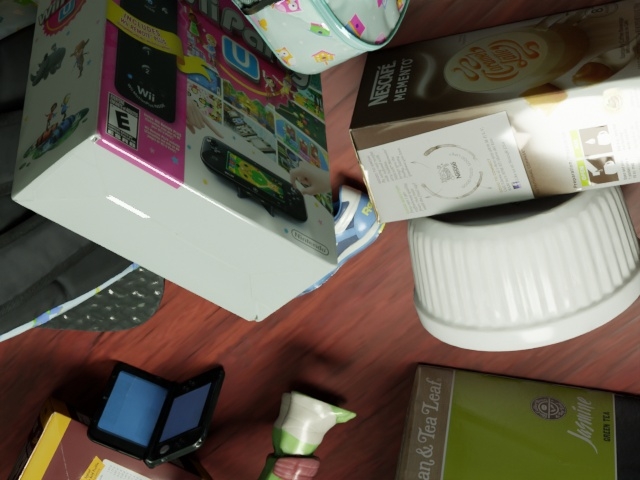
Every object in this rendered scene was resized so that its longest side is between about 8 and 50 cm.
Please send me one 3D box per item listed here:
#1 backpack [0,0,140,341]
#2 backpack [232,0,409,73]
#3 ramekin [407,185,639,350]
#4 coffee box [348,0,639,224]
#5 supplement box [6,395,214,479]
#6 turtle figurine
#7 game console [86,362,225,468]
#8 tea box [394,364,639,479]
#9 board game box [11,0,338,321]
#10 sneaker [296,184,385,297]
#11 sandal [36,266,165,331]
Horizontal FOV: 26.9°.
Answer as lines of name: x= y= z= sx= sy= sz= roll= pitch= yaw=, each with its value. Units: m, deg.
backpack: x=-0.289 y=-0.048 z=1.108 sx=0.273 sy=0.355 sz=0.290 roll=1 pitch=118 yaw=20
backpack: x=-0.003 y=-0.232 z=1.050 sx=0.144 sy=0.166 sz=0.188 roll=-13 pitch=126 yaw=31
ramekin: x=0.172 y=-0.003 z=1.168 sx=0.207 sy=0.207 sz=0.109 roll=-9 pitch=114 yaw=17
coffee box: x=0.160 y=-0.109 z=1.125 sx=0.246 sy=0.141 sz=0.098 roll=-10 pitch=123 yaw=17
supplement box: x=-0.247 y=0.300 z=1.448 sx=0.194 sy=0.129 sz=0.191 roll=27 pitch=85 yaw=-12
turtle figurine: x=-0.011 y=0.303 z=1.365 sx=0.274 sy=0.266 sz=0.198 roll=15 pitch=169 yaw=29
game console: x=-0.170 y=0.171 z=1.404 sx=0.107 sy=0.122 sz=0.071 roll=-26 pitch=118 yaw=26
tea box: x=0.222 y=0.326 z=1.316 sx=0.323 sy=0.329 sz=0.220 roll=10 pitch=128 yaw=5
board game box: x=-0.105 y=-0.117 z=1.035 sx=0.224 sy=0.303 sz=0.097 roll=30 pitch=128 yaw=-34
sneaker: x=0.000 y=0.000 z=1.293 sx=0.059 sy=0.053 sz=0.144 roll=39 pitch=115 yaw=-19
sandal: x=-0.378 y=0.000 z=1.347 sx=0.445 sy=0.107 sz=0.167 roll=11 pitch=127 yaw=-13
